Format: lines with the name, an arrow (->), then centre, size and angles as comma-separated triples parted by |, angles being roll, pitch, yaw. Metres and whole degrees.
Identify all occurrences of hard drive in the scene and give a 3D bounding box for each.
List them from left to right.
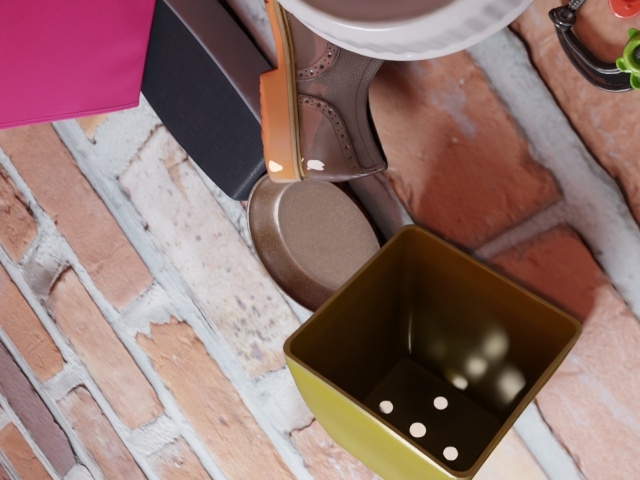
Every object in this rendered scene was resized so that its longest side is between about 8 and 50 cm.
hard drive -> -0.132, -0.176, 1.012 | 0.255, 0.054, 0.172 | 52, 139, 4

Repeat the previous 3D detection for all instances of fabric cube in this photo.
fabric cube -> -0.346, -0.302, 0.942 | 0.259, 0.254, 0.258 | 46, 136, 30

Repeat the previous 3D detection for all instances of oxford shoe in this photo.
oxford shoe -> 0.012, -0.233, 0.819 | 0.132, 0.130, 0.364 | 2, 114, 6

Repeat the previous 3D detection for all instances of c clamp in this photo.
c clamp -> 0.236, -0.199, 0.675 | 0.137, 0.022, 0.161 | 41, 136, 9

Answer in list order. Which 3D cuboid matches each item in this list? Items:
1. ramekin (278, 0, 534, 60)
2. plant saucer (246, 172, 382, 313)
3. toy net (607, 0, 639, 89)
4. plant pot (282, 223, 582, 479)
ramekin -> 0.056, -0.266, 0.640 | 0.272, 0.127, 0.273 | 4, 106, 15
plant saucer -> 0.000, 0.000, 1.008 | 0.198, 0.036, 0.199 | 24, 132, 29
toy net -> 0.262, -0.226, 0.599 | 0.122, 0.045, 0.232 | 0, 110, 26
plant pot -> 0.108, 0.150, 0.895 | 0.212, 0.212, 0.187 | 33, 147, 25
